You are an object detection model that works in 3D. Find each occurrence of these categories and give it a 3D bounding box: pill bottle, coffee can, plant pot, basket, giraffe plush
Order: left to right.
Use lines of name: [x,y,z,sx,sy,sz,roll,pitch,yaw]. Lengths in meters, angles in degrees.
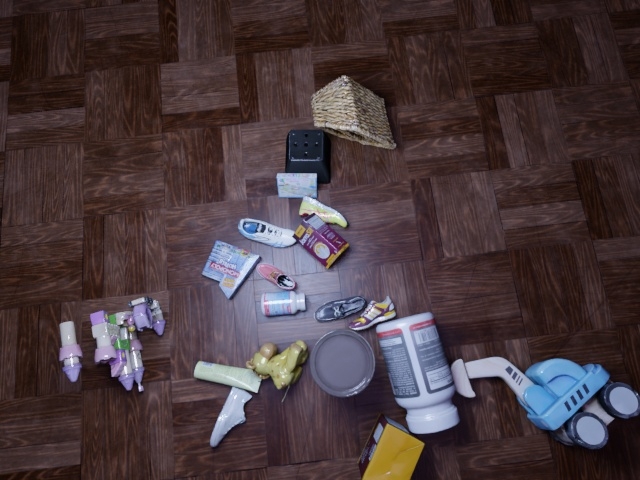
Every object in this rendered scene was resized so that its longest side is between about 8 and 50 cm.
giraffe plush: [-0.160,0.433,1.434,0.170,0.181,0.210,20,61,17]
pill bottle: [-0.137,0.233,1.511,0.160,0.087,0.087,-5,78,0]
plant pot: [-0.052,-0.341,1.594,0.187,0.167,0.188,1,77,1]
coffee can: [0.071,0.403,1.374,0.201,0.275,0.202,0,78,1]
basket: [0.113,-0.440,1.545,0.213,0.299,0.223,-20,76,36]
pill bottle: [0.336,0.446,1.394,0.210,0.210,0.363,-14,78,-2]

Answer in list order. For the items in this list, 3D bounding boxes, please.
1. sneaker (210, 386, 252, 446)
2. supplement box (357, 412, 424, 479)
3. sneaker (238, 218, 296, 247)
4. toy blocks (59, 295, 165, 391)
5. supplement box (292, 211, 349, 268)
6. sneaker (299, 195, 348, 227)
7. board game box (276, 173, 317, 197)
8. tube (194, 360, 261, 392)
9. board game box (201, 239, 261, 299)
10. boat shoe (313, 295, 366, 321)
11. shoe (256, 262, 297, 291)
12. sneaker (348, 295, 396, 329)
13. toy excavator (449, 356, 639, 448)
sneaker: [-0.316,0.635,1.438,0.094,0.080,0.212,26,78,-6]
supplement box: [0.227,0.709,1.345,0.129,0.194,0.191,26,79,6]
sneaker: [-0.205,-0.030,1.571,0.237,0.086,0.085,12,77,2]
toy blocks: [-0.670,0.382,1.389,0.308,0.288,0.260,-18,72,-5]
supplement box: [0.000,0.000,1.534,0.188,0.104,0.081,42,39,6]
sneaker: [0.009,-0.092,1.590,0.208,0.081,0.094,27,88,12]
board game box: [-0.091,-0.216,1.600,0.154,0.103,0.026,1,47,1]
tube: [-0.333,0.491,1.470,0.240,0.062,0.070,9,76,3]
board game box: [-0.354,0.117,1.554,0.194,0.060,0.194,20,78,5]
boat shoe: [0.073,0.252,1.514,0.206,0.065,0.075,-16,78,-2]
shoe: [-0.168,0.134,1.536,0.178,0.081,0.063,30,80,7]
sneaker: [0.183,0.267,1.502,0.185,0.069,0.084,-19,93,-12]
toy excavator: [0.733,0.506,1.399,0.433,0.222,0.445,-38,66,-6]
